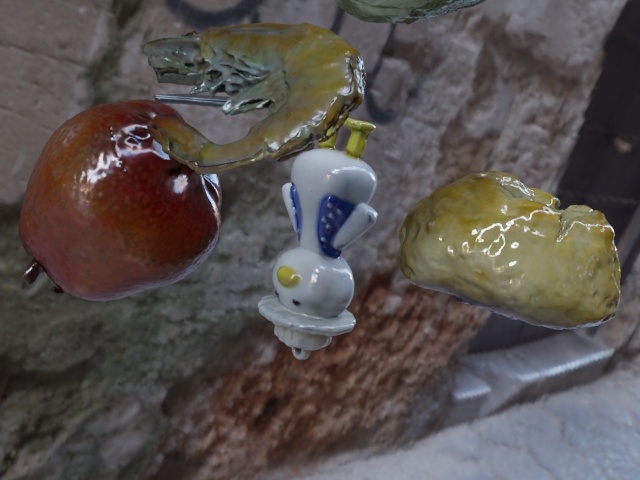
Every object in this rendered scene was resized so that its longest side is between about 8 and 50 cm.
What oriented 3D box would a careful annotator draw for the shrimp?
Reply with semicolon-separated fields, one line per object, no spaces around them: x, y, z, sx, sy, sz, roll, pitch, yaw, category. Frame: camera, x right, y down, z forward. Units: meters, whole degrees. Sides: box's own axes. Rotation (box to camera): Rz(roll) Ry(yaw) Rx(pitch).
-0.073;-0.117;0.875;0.253;0.173;0.058;7;-35;37;shrimp

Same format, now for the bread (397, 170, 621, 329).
0.202;0.004;1.118;0.244;0.134;0.244;17;10;-3;bread

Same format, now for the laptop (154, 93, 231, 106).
-0.161;-0.224;1.699;0.180;0.016;0.129;6;11;19;laptop

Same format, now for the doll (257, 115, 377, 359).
0.000;0.000;1.224;0.138;0.293;0.119;20;15;34;doll

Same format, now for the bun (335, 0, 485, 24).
0.104;-0.247;0.900;0.221;0.108;0.221;-15;21;6;bun

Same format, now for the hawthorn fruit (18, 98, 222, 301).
-0.277;-0.052;1.484;0.295;0.311;0.295;17;55;-25;hawthorn fruit
